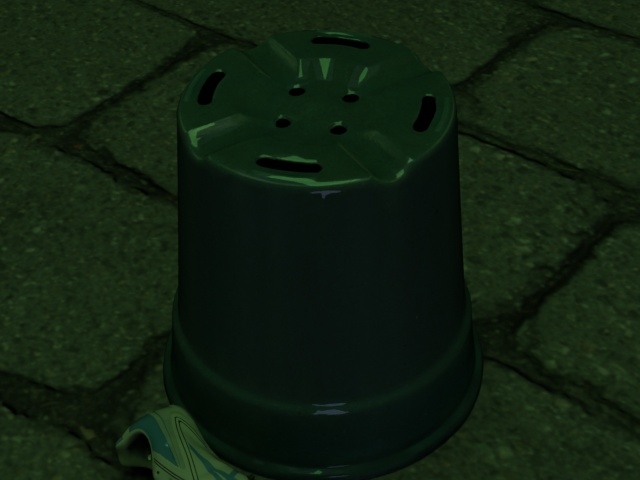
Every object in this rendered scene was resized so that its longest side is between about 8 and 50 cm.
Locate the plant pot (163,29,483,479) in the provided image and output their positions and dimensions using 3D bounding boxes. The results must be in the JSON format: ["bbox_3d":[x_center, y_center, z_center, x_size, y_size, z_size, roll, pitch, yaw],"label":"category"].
[{"bbox_3d":[0.000,0.000,1.216,0.341,0.334,0.341,-1,41,1],"label":"plant pot"}]

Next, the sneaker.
[{"bbox_3d":[-0.106,0.234,1.129,0.086,0.085,0.237,-33,39,-21],"label":"sneaker"}]
